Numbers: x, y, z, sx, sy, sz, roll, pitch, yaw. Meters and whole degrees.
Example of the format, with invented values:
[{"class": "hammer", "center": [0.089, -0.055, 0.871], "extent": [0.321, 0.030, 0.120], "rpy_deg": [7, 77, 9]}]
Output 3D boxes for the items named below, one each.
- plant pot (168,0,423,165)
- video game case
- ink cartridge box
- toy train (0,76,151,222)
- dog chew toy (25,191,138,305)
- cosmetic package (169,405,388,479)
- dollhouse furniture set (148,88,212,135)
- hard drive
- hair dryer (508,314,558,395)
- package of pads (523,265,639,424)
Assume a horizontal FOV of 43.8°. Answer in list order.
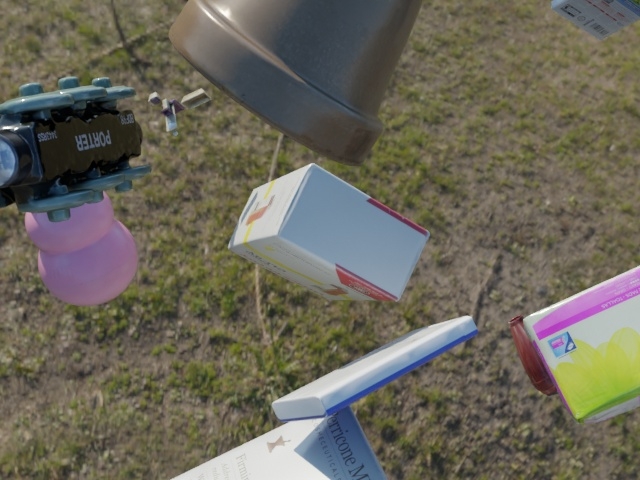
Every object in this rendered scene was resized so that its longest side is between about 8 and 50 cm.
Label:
[{"class": "plant pot", "center": [0.002, -0.246, 0.877], "extent": [0.263, 0.229, 0.263], "rpy_deg": [34, 15, -11]}, {"class": "video game case", "center": [0.308, -0.248, 0.798], "extent": [0.087, 0.122, 0.011], "rpy_deg": [17, 64, -35]}, {"class": "ink cartridge box", "center": [0.000, 0.000, 1.643], "extent": [0.279, 0.384, 0.160], "rpy_deg": [28, 78, -16]}, {"class": "toy train", "center": [-0.318, -0.100, 0.883], "extent": [0.190, 0.142, 0.334], "rpy_deg": [-7, 12, 9]}, {"class": "dog chew toy", "center": [-0.509, -0.029, 1.639], "extent": [0.206, 0.332, 0.207], "rpy_deg": [-12, 30, 7]}, {"class": "cosmetic package", "center": [-0.034, 0.557, 1.395], "extent": [0.393, 0.327, 0.329], "rpy_deg": [-25, 29, -4]}, {"class": "dollhouse furniture set", "center": [-0.299, -0.284, 1.722], "extent": [0.114, 0.091, 0.081], "rpy_deg": [-21, 63, 19]}, {"class": "hard drive", "center": [0.092, 0.223, 1.373], "extent": [0.318, 0.210, 0.040], "rpy_deg": [-23, 86, -28]}, {"class": "hair dryer", "center": [0.547, 0.257, 1.837], "extent": [0.293, 0.080, 0.224], "rpy_deg": [27, 57, -20]}, {"class": "package of pads", "center": [0.566, 0.194, 1.488], "extent": [0.296, 0.101, 0.229], "rpy_deg": [-27, 62, 9]}]
